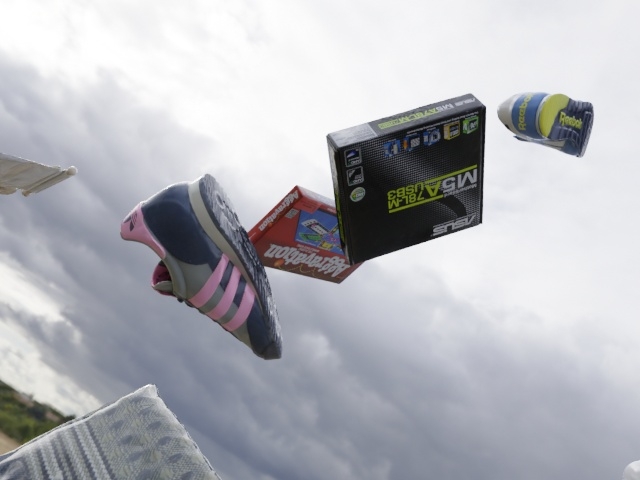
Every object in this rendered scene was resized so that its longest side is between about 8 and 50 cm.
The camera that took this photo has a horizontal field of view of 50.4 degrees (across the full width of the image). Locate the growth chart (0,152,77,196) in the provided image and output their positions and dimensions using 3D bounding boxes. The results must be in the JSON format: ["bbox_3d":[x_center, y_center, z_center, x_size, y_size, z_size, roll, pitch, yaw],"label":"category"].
[{"bbox_3d":[-0.524,-0.115,1.103,0.172,0.021,0.237,-13,-14,24],"label":"growth chart"}]

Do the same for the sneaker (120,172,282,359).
[{"bbox_3d":[-0.144,0.054,0.893,0.131,0.112,0.319,-18,-51,4],"label":"sneaker"}]

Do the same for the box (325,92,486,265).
[{"bbox_3d":[0.109,-0.072,0.839,0.045,0.191,0.184,-118,-165,-50],"label":"box"}]

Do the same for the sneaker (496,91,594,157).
[{"bbox_3d":[0.224,-0.116,0.662,0.059,0.053,0.144,13,3,40],"label":"sneaker"}]

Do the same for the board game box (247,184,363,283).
[{"bbox_3d":[0.000,0.000,1.084,0.281,0.145,0.027,17,36,-54],"label":"board game box"}]

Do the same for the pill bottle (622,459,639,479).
[{"bbox_3d":[0.394,0.273,0.690,0.215,0.117,0.117,-14,-36,4],"label":"pill bottle"}]

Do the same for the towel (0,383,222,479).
[{"bbox_3d":[-0.152,0.212,0.260,0.324,0.312,0.056,31,-39,55],"label":"towel"}]
